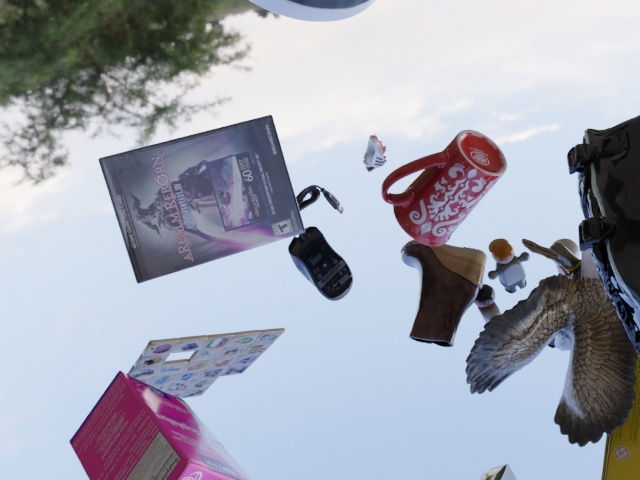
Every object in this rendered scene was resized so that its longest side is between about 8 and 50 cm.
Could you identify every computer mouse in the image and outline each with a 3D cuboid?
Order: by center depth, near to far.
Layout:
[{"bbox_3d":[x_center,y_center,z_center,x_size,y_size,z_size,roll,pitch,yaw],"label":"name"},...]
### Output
[{"bbox_3d":[0.000,0.000,1.619,0.184,0.262,0.060,-49,-158,-16],"label":"computer mouse"}]

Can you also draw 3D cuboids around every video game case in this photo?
[{"bbox_3d":[-0.177,-0.067,1.094,0.274,0.196,0.026,-18,-174,-18],"label":"video game case"}]

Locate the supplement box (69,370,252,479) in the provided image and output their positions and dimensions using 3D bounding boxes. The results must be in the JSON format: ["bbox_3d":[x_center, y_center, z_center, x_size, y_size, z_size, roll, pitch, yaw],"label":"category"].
[{"bbox_3d":[-0.184,0.258,0.812,0.114,0.111,0.220,-55,-142,-4],"label":"supplement box"}]

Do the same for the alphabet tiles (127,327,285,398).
[{"bbox_3d":[-0.186,0.187,1.027,0.198,0.237,0.009,-1,-120,-34],"label":"alphabet tiles"}]

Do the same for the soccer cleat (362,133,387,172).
[{"bbox_3d":[0.078,-0.127,1.046,0.036,0.083,0.029,-37,-110,-5],"label":"soccer cleat"}]

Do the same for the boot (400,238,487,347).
[{"bbox_3d":[0.219,0.105,1.465,0.248,0.090,0.206,6,-113,57],"label":"boot"}]

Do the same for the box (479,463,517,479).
[{"bbox_3d":[0.314,0.516,1.192,0.059,0.183,0.233,-32,177,29],"label":"box"}]

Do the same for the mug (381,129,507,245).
[{"bbox_3d":[0.190,-0.080,1.097,0.150,0.169,0.113,-12,-117,-38],"label":"mug"}]

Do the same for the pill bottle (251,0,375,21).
[{"bbox_3d":[0.030,-0.339,0.524,0.188,0.334,0.187,9,-118,-18],"label":"pill bottle"}]

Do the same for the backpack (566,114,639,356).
[{"bbox_3d":[0.343,0.020,0.634,0.191,0.253,0.225,-13,-137,21],"label":"backpack"}]

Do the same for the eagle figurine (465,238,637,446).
[{"bbox_3d":[0.403,0.151,1.157,0.226,0.225,0.298,-2,-136,47],"label":"eagle figurine"}]

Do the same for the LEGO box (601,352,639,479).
[{"bbox_3d":[0.656,0.327,1.084,0.373,0.193,0.499,-2,-121,40],"label":"LEGO box"}]

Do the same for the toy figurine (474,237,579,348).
[{"bbox_3d":[0.426,0.097,1.457,0.210,0.148,0.213,5,-132,40],"label":"toy figurine"}]
